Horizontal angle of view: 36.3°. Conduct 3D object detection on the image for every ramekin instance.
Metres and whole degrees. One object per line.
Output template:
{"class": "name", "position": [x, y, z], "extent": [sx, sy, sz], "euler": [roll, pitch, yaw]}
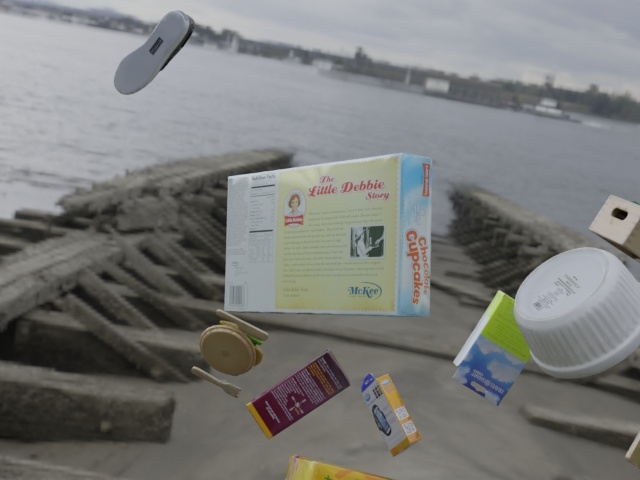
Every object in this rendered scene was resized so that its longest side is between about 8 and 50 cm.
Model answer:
{"class": "ramekin", "position": [0.402, 0.105, 1.525], "extent": [0.109, 0.207, 0.207], "euler": [52, -8, -23]}

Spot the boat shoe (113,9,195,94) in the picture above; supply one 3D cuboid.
{"class": "boat shoe", "position": [-0.219, -0.247, 1.306], "extent": [0.049, 0.142, 0.040], "euler": [51, 20, 11]}

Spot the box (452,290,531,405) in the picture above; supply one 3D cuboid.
{"class": "box", "position": [0.322, 0.194, 1.761], "extent": [0.109, 0.178, 0.042], "euler": [32, 3, -9]}

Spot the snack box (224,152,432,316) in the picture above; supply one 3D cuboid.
{"class": "snack box", "position": [0.000, 0.000, 1.223], "extent": [0.060, 0.187, 0.322], "euler": [5, -5, -43]}

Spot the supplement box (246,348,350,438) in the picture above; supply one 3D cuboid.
{"class": "supplement box", "position": [-0.040, 0.294, 1.886], "extent": [0.188, 0.081, 0.104], "euler": [-34, -5, -1]}

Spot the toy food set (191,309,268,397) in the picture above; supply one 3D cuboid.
{"class": "toy food set", "position": [-0.183, 0.222, 1.991], "extent": [0.132, 0.192, 0.038], "euler": [28, 34, 1]}

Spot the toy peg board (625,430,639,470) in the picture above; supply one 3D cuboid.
{"class": "toy peg board", "position": [0.666, 0.376, 1.765], "extent": [0.161, 0.161, 0.079], "euler": [37, -11, -12]}

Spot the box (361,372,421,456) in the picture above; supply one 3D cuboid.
{"class": "box", "position": [0.113, 0.285, 1.629], "extent": [0.028, 0.136, 0.081], "euler": [-17, -20, -26]}

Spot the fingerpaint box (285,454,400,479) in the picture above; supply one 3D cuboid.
{"class": "fingerpaint box", "position": [0.096, 0.522, 1.179], "extent": [0.371, 0.444, 0.163], "euler": [17, -12, -9]}

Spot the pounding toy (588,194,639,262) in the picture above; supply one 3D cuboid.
{"class": "pounding toy", "position": [0.645, 0.010, 1.835], "extent": [0.206, 0.094, 0.181], "euler": [30, 5, -19]}
